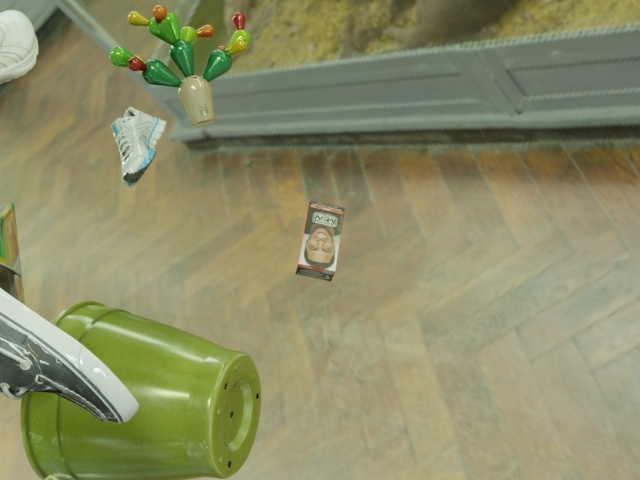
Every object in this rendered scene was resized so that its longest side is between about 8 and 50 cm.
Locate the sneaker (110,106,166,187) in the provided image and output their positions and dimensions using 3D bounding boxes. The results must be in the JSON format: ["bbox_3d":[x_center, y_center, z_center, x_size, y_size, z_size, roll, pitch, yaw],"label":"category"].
[{"bbox_3d":[-0.319,-0.161,1.554,0.071,0.083,0.191,-45,24,26],"label":"sneaker"}]

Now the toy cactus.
[{"bbox_3d":[-0.189,-0.259,1.362,0.112,0.219,0.180,-29,77,55],"label":"toy cactus"}]

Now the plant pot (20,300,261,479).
[{"bbox_3d":[-0.315,0.312,1.785,0.353,0.366,0.366,4,54,19],"label":"plant pot"}]

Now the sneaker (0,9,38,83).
[{"bbox_3d":[-0.433,-0.244,1.163,0.090,0.115,0.232,0,41,14],"label":"sneaker"}]

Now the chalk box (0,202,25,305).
[{"bbox_3d":[-0.644,0.092,1.694,0.179,0.289,0.180,-6,14,-10],"label":"chalk box"}]

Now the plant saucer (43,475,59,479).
[{"bbox_3d":[-0.426,0.499,1.451,0.188,0.188,0.045,-44,-8,-36],"label":"plant saucer"}]

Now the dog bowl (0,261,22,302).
[{"bbox_3d":[-0.617,0.142,1.425,0.349,0.349,0.102,-47,58,-2],"label":"dog bowl"}]

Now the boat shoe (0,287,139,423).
[{"bbox_3d":[-0.358,0.139,1.095,0.102,0.301,0.108,-55,8,-24],"label":"boat shoe"}]

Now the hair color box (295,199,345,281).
[{"bbox_3d":[0.000,0.000,1.707,0.043,0.072,0.141,110,171,-58],"label":"hair color box"}]
